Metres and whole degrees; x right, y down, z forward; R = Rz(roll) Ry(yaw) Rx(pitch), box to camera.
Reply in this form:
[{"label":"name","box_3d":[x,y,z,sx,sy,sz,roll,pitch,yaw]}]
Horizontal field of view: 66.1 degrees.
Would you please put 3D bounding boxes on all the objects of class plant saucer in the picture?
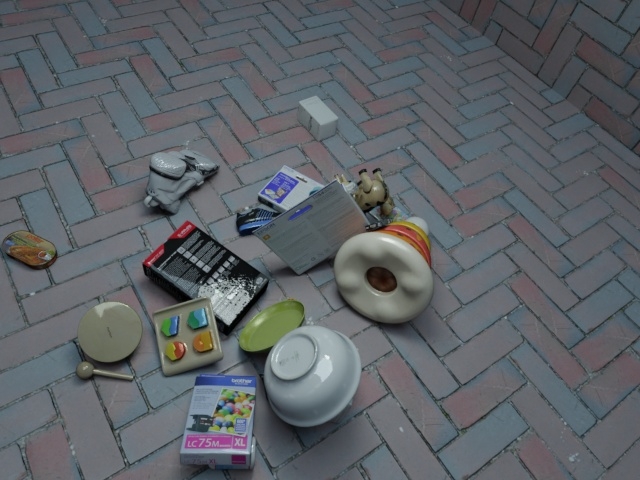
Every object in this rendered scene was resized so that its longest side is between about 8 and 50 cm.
[{"label":"plant saucer","box_3d":[-0.150,0.283,1.588,0.240,0.037,0.241,-23,23,10]}]

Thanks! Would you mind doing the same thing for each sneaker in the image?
[{"label":"sneaker","box_3d":[-0.210,-0.088,1.895,0.232,0.081,0.091,-10,64,-15]},{"label":"sneaker","box_3d":[-0.547,-0.232,1.917,0.137,0.210,0.365,33,21,14]}]

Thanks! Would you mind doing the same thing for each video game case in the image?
[{"label":"video game case","box_3d":[0.292,-0.098,2.030,0.119,0.015,0.166,-36,67,-29]}]

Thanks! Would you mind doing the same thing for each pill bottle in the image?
[{"label":"pill bottle","box_3d":[-0.264,0.595,1.382,0.160,0.087,0.087,3,54,-7]}]

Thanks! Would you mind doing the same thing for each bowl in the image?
[{"label":"bowl","box_3d":[-0.046,0.346,1.362,0.297,0.134,0.298,-17,44,17]}]

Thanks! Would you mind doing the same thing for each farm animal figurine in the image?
[{"label":"farm animal figurine","box_3d":[0.170,-0.142,1.848,0.329,0.327,0.173,-15,77,-20]}]

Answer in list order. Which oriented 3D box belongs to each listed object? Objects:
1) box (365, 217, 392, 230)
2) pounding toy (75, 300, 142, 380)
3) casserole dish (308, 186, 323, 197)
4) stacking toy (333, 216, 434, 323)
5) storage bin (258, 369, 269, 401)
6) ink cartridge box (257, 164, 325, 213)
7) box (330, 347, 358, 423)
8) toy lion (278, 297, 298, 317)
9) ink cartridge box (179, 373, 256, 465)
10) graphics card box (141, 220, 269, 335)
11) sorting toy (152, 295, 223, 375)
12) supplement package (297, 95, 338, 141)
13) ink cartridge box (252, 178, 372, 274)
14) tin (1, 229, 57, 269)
[{"label":"box","box_3d":[0.203,-0.057,1.708,0.083,0.067,0.018,-18,91,-53]},{"label":"pounding toy","box_3d":[-0.654,0.308,1.535,0.182,0.110,0.237,8,82,-18]},{"label":"casserole dish","box_3d":[0.015,-0.125,1.962,0.114,0.037,0.189,-16,75,-32]},{"label":"stacking toy","box_3d":[0.285,0.036,1.796,0.350,0.351,0.480,27,38,11]},{"label":"storage bin","box_3d":[-0.120,0.443,1.525,0.135,0.098,0.091,-5,83,-14]},{"label":"ink cartridge box","box_3d":[-0.116,-0.194,2.011,0.206,0.045,0.208,29,55,11]},{"label":"box","box_3d":[0.032,0.432,1.494,0.118,0.182,0.181,13,53,-2]},{"label":"toy lion","box_3d":[-0.106,0.248,1.702,0.100,0.034,0.096,-30,57,-27]},{"label":"ink cartridge box","box_3d":[-0.281,0.489,1.411,0.185,0.065,0.311,3,30,-5]},{"label":"graphics card box","box_3d":[-0.388,0.123,1.684,0.370,0.094,0.233,33,55,8]},{"label":"sorting toy","box_3d":[-0.418,0.297,1.539,0.192,0.038,0.209,-17,76,-2]},{"label":"supplement package","box_3d":[-0.015,-0.561,2.261,0.105,0.105,0.179,-27,62,-26]},{"label":"ink cartridge box","box_3d":[-0.023,-0.052,1.673,0.323,0.330,0.072,-31,50,9]},{"label":"tin","box_3d":[-1.003,0.032,1.701,0.189,0.040,0.106,25,58,8]}]
